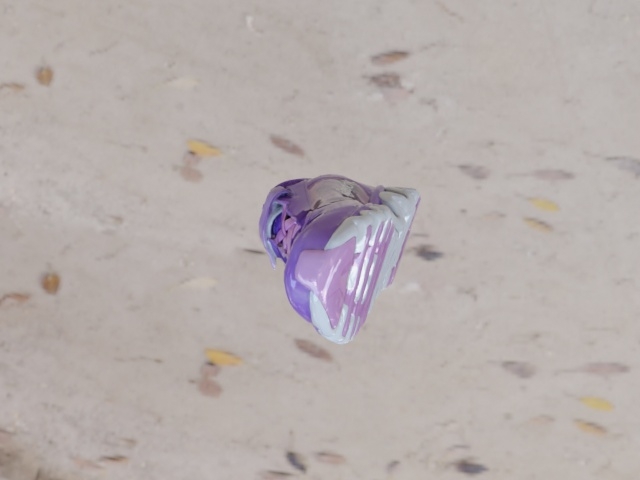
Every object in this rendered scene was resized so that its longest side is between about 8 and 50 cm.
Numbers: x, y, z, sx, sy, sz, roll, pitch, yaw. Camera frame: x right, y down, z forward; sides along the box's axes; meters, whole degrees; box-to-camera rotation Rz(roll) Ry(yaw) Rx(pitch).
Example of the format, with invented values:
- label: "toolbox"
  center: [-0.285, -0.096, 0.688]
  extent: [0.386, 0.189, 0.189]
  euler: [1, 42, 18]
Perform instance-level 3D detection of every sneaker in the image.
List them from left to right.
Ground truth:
- label: "sneaker"
  center: [0.000, 0.000, 0.762]
  extent: [0.104, 0.236, 0.095]
  euler: [21, 103, 8]
